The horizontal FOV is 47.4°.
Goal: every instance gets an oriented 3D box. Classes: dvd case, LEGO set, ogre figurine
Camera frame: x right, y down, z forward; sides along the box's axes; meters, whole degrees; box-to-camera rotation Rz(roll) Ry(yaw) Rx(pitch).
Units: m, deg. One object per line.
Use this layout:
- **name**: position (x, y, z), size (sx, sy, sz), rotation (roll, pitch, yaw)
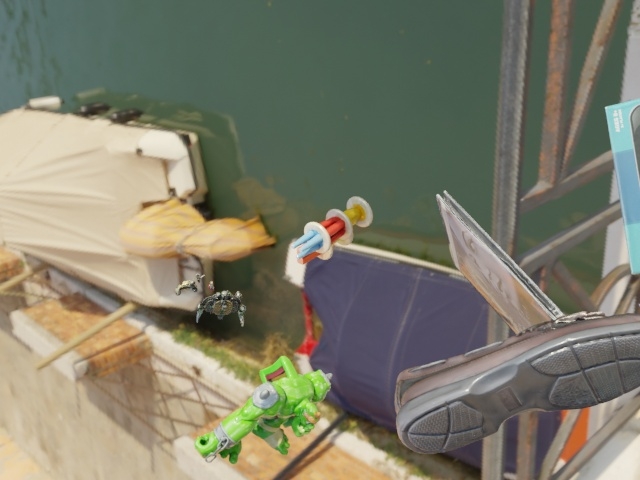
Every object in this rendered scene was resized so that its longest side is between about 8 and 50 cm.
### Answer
- **dvd case**: position (0.221, 0.055, 0.899), size (0.221, 0.018, 0.164), rotation (54, 175, 37)
- **LEGO set**: position (-0.101, 0.054, 0.697), size (0.023, 0.054, 0.083), rotation (-102, -9, -45)
- **ogre figurine**: position (-0.059, 0.213, 0.910), size (0.118, 0.197, 0.097), rotation (-49, 46, 24)

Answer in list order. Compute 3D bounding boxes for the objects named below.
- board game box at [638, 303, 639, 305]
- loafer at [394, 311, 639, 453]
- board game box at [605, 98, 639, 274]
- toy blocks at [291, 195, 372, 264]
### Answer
- **board game box**: position (0.498, 0.112, 0.955), size (0.133, 0.169, 0.033), rotation (43, 111, 36)
- **loafer**: position (0.217, 0.130, 0.777), size (0.095, 0.302, 0.109), rotation (-98, -17, -54)
- **board game box**: position (0.591, -0.099, 1.002), size (0.336, 0.079, 0.254), rotation (-11, 83, 34)
- **toy blocks**: position (0.000, 0.000, 1.141), size (0.054, 0.148, 0.123), rotation (52, 143, 7)
